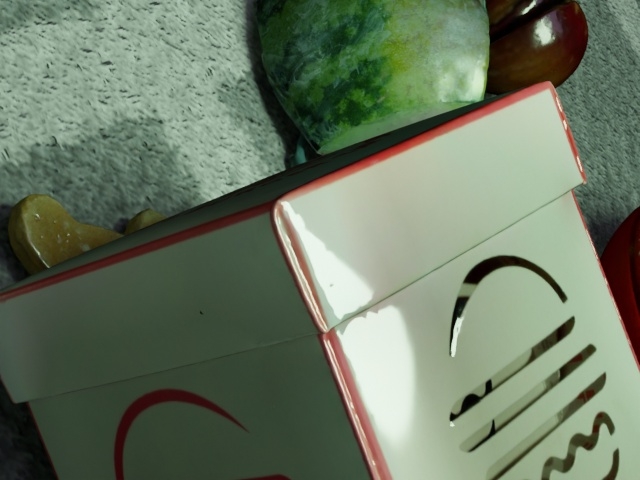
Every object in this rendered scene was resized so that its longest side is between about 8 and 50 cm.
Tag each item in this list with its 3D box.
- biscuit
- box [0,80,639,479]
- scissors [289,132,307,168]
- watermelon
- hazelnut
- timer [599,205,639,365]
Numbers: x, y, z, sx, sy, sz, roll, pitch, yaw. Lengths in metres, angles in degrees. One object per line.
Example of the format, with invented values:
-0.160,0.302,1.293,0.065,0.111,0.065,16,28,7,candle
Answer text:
-0.137,0.047,1.026,0.234,0.030,0.153,8,66,-46,biscuit
0.013,0.099,0.900,0.314,0.312,0.300,-26,96,-48,box
0.000,0.000,1.201,0.138,0.041,0.289,43,40,-14,scissors
0.050,-0.222,1.312,0.180,0.224,0.305,77,3,-54,watermelon
0.207,-0.254,1.511,0.178,0.178,0.204,-23,80,-52,hazelnut
0.478,0.109,1.484,0.378,0.279,0.378,25,50,-34,timer
